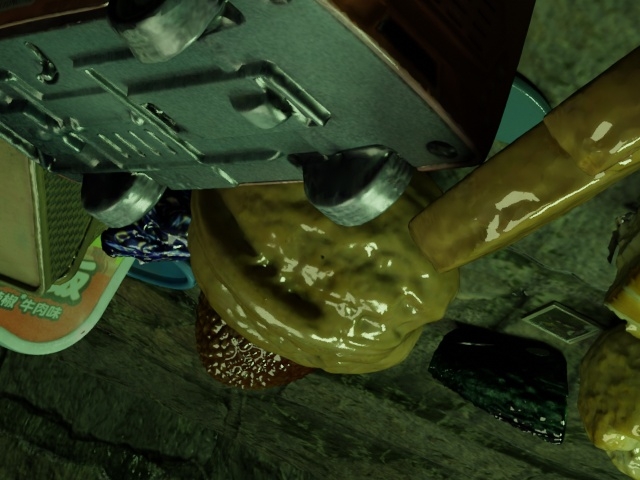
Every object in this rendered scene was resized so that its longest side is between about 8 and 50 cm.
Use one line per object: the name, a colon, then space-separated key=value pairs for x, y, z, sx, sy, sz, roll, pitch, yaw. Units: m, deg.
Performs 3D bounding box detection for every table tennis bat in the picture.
table tennis bat: x=0.148 y=-0.098 z=1.050 sx=0.155 sy=0.019 sz=0.100 roll=36 pitch=158 yaw=-28

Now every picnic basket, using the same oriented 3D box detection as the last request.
picnic basket: x=-0.297 y=-0.095 z=1.270 sx=0.165 sy=0.139 sz=0.267 roll=19 pitch=131 yaw=18

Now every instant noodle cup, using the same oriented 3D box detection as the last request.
instant noodle cup: x=-0.411 y=-0.040 z=1.574 sx=0.307 sy=0.294 sz=0.294 roll=17 pitch=162 yaw=42

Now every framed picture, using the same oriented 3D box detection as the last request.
framed picture: x=0.265 y=0.091 z=1.446 sx=0.066 sy=0.007 sz=0.089 roll=27 pitch=162 yaw=-7

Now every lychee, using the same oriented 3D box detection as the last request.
lychee: x=-0.058 y=0.088 z=1.587 sx=0.194 sy=0.194 sz=0.194 roll=22 pitch=162 yaw=8

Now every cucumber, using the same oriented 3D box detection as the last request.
cucumber: x=0.228 y=0.159 z=1.571 sx=0.193 sy=0.115 sz=0.086 roll=17 pitch=118 yaw=34

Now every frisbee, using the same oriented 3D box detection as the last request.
frisbee: x=-0.271 y=-0.005 z=1.798 sx=0.242 sy=0.045 sz=0.242 roll=21 pitch=162 yaw=7

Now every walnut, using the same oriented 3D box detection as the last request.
walnut: x=0.000 y=0.000 z=1.212 sx=0.257 sy=0.257 sz=0.224 roll=28 pitch=130 yaw=-12

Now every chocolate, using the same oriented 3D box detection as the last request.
chocolate: x=-0.078 y=0.000 z=1.440 sx=0.343 sy=0.126 sz=0.148 roll=18 pitch=156 yaw=16

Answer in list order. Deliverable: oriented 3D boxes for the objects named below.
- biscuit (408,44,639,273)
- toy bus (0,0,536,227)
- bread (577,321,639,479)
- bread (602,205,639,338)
biscuit: x=0.181 y=-0.079 z=0.660 sx=0.052 sy=0.275 sz=0.355 roll=55 pitch=133 yaw=3
toy bus: x=-0.078 y=-0.155 z=0.849 sx=0.426 sy=0.233 sz=0.203 roll=1 pitch=151 yaw=46
bread: x=0.367 y=0.186 z=1.352 sx=0.244 sy=0.134 sz=0.244 roll=29 pitch=161 yaw=11
bread: x=0.351 y=0.031 z=1.004 sx=0.246 sy=0.111 sz=0.239 roll=25 pitch=159 yaw=5
